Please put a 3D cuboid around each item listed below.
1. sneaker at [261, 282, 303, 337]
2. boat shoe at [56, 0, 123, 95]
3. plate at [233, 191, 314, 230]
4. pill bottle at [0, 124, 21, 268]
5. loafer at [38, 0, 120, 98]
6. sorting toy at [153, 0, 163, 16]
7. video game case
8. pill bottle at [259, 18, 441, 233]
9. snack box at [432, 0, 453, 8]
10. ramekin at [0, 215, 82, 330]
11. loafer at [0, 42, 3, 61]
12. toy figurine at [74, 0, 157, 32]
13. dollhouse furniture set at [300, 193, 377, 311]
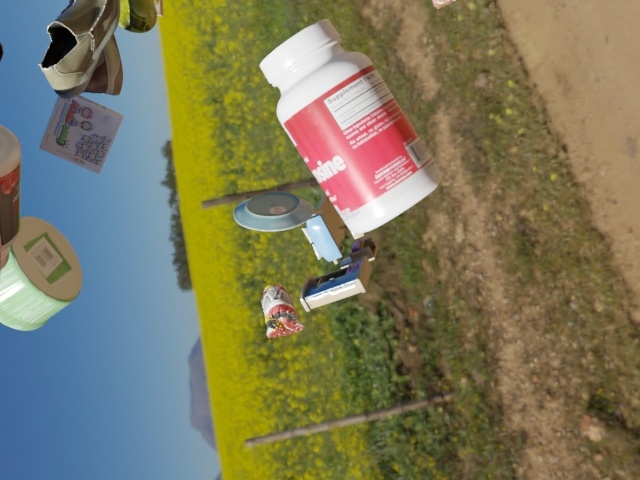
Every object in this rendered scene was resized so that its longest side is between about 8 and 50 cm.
[{"bbox_3d":[-0.089,0.162,1.668,0.225,0.088,0.093,95,162,-66],"label":"sneaker"},{"bbox_3d":[-0.527,-0.461,1.580,0.123,0.123,0.342,-51,54,57],"label":"boat shoe"},{"bbox_3d":[-0.109,-0.076,1.683,0.188,0.188,0.024,-115,20,-59],"label":"plate"},{"bbox_3d":[-0.715,-0.077,1.501,0.176,0.176,0.319,-108,29,-43],"label":"pill bottle"},{"bbox_3d":[-0.455,-0.395,1.368,0.087,0.094,0.251,44,-125,-60],"label":"loafer"},{"bbox_3d":[-0.532,-0.752,2.087,0.038,0.208,0.193,7,103,38],"label":"sorting toy"},{"bbox_3d":[-0.537,-0.243,1.627,0.157,0.143,0.019,-59,17,25],"label":"video game case"},{"bbox_3d":[0.056,-0.238,1.510,0.408,0.229,0.229,57,172,-5],"label":"pill bottle"},{"bbox_3d":[0.221,-0.532,1.361,0.178,0.064,0.022,64,177,-35],"label":"snack box"},{"bbox_3d":[-0.801,0.080,1.995,0.303,0.148,0.303,54,-162,-25],"label":"ramekin"},{"bbox_3d":[-0.950,-0.420,1.949,0.134,0.130,0.366,84,-158,-55],"label":"loafer"},{"bbox_3d":[-0.388,-0.647,1.567,0.217,0.191,0.363,-46,32,39],"label":"toy figurine"},{"bbox_3d":[0.000,0.000,2.139,0.303,0.198,0.286,61,-156,-20],"label":"dollhouse furniture set"}]
